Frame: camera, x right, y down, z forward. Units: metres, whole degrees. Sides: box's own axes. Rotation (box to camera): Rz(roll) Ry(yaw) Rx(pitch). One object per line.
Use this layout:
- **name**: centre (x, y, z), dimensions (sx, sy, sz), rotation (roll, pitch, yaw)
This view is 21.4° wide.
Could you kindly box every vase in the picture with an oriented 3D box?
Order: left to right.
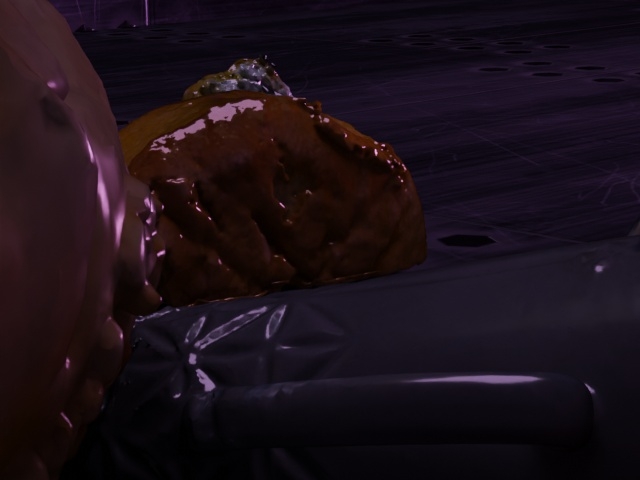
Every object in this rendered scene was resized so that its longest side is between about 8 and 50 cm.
- **vase**: centre (0.031, 0.075, 0.669), dimensions (0.300, 0.156, 0.251), rotation (-3, -11, 21)

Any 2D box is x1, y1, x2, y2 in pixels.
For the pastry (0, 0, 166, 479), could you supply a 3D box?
- **pastry**: centre (-0.241, 0.020, 0.610), dimensions (0.409, 0.245, 0.410), rotation (-18, 34, 12)

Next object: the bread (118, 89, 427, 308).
- **bread**: centre (-0.054, -0.036, 1.170), dimensions (0.260, 0.147, 0.160), rotation (-8, 18, -21)

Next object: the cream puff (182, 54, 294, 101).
- **cream puff**: centre (-0.051, -0.067, 1.358), dimensions (0.156, 0.156, 0.121), rotation (-2, -27, -7)

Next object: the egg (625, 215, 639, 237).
- **egg**: centre (0.253, 0.015, 0.932), dimensions (0.181, 0.141, 0.141), rotation (-1, 11, 25)
